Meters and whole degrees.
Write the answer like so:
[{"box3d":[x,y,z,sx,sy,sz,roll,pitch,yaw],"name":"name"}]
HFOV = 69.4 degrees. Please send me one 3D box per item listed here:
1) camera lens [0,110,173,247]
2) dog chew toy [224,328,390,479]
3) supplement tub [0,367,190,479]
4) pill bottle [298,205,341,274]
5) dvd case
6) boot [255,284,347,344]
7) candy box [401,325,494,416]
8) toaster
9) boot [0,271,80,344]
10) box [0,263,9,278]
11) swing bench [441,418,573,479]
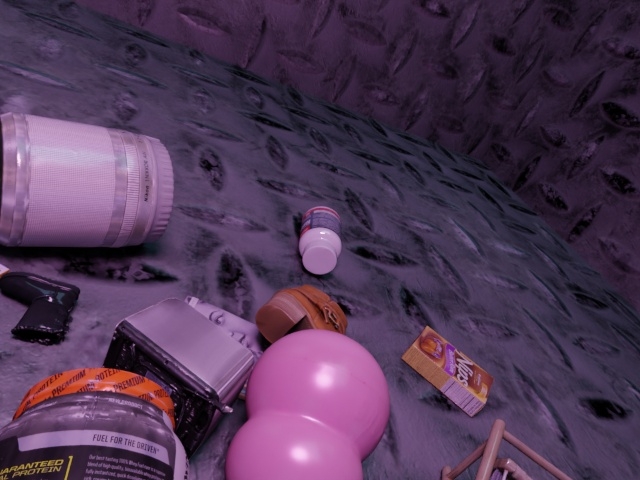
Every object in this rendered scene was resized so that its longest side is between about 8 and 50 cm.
[{"box3d":[-0.430,-0.097,0.816,0.275,0.219,0.219,2,39,-40],"name":"camera lens"},{"box3d":[-0.028,0.281,0.602,0.207,0.206,0.331,27,45,-4],"name":"dog chew toy"},{"box3d":[-0.222,0.295,0.394,0.207,0.207,0.338,16,32,-22],"name":"supplement tub"},{"box3d":[0.000,0.000,1.157,0.108,0.107,0.180,23,29,-12],"name":"pill bottle"},{"box3d":[-0.159,0.192,0.807,0.221,0.018,0.164,25,29,-7],"name":"dvd case"},{"box3d":[0.011,0.204,0.874,0.283,0.109,0.220,44,15,9],"name":"boot"},{"box3d":[0.282,0.282,1.018,0.187,0.053,0.109,39,30,15],"name":"candy box"},{"box3d":[-0.193,0.192,0.620,0.186,0.168,0.110,34,29,9],"name":"toaster"},{"box3d":[-0.429,0.102,0.689,0.121,0.045,0.099,16,37,-19],"name":"boot"},{"box3d":[-0.536,0.055,0.680,0.081,0.028,0.136,29,31,1],"name":"box"},{"box3d":[0.298,0.452,0.649,0.253,0.165,0.255,35,30,9],"name":"swing bench"}]
